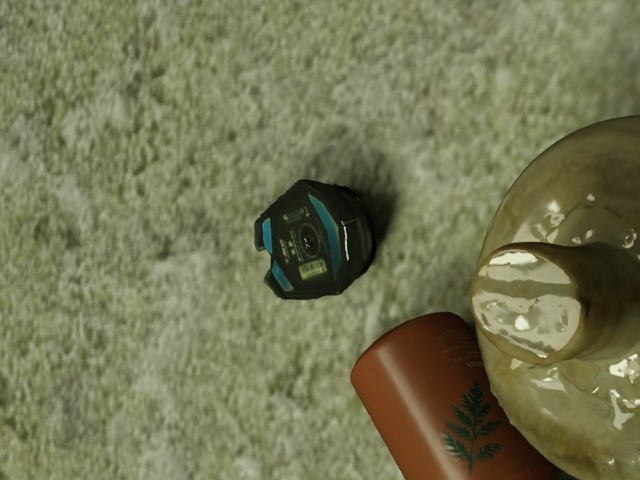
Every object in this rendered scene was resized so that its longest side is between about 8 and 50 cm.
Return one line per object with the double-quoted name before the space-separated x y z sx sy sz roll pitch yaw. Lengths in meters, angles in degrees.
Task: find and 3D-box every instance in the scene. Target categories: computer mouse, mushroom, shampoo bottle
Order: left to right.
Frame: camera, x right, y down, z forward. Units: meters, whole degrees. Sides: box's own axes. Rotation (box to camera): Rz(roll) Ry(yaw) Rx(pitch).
"computer mouse" 0.000 0.000 1.280 0.135 0.047 0.079 -23 83 55
"shampoo bottle" 0.108 0.160 1.162 0.085 0.085 0.244 -49 62 36
"mushroom" 0.156 0.035 1.010 0.207 0.215 0.207 0 90 37
